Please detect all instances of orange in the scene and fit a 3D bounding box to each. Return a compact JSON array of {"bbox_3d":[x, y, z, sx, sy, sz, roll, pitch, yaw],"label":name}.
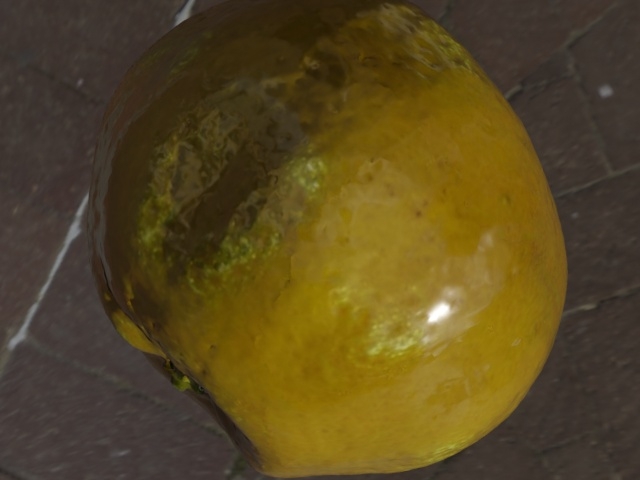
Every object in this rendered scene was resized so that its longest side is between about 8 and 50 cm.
[{"bbox_3d":[0.000,0.000,0.856,0.235,0.279,0.279,-34,91,-7],"label":"orange"}]
